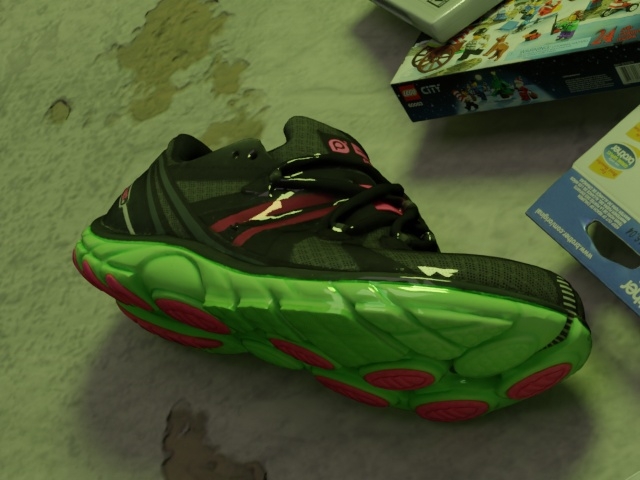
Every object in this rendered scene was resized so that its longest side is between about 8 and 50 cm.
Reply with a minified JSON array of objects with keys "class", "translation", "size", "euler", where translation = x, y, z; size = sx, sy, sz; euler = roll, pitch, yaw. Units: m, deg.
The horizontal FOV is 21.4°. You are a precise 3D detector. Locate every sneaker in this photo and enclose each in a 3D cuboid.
[{"class":"sneaker","translation":[0.000,0.000,1.306],"size":[0.483,0.185,0.202],"euler":[14,70,41]}]

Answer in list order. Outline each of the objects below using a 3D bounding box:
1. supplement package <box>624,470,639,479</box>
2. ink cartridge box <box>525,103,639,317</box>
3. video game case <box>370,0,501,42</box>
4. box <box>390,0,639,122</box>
[{"class":"supplement package","translation":[0.208,0.279,0.964],"size":[0.134,0.139,0.244],"euler":[-36,44,9]},{"class":"ink cartridge box","translation":[0.317,-0.066,1.220],"size":[0.311,0.065,0.186],"euler":[-40,41,-2]},{"class":"video game case","translation":[0.150,-0.267,1.474],"size":[0.227,0.026,0.206],"euler":[-36,29,-5]},{"class":"box","translation":[0.188,-0.176,1.374],"size":[0.233,0.044,0.159],"euler":[-7,40,38]}]
